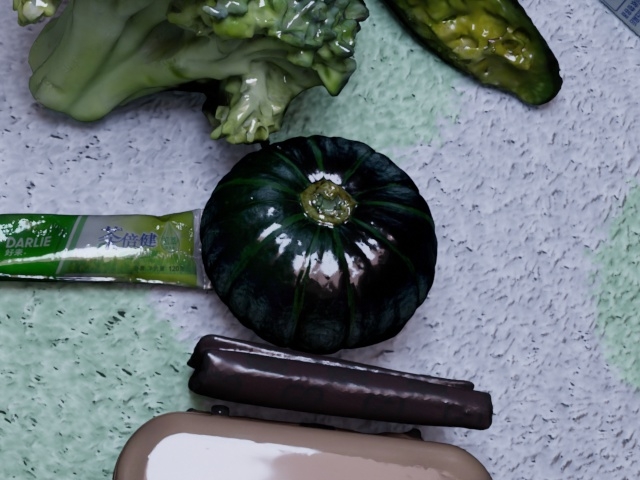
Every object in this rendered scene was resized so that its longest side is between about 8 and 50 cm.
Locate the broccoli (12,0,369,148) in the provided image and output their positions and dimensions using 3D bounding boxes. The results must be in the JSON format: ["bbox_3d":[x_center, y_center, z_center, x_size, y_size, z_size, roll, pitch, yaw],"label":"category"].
[{"bbox_3d":[-0.125,-0.200,1.009,0.293,0.281,0.348,55,31,0],"label":"broccoli"}]

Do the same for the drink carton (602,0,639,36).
[{"bbox_3d":[0.414,-0.213,1.185,0.315,0.106,0.130,44,72,4],"label":"drink carton"}]

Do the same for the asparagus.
[{"bbox_3d":[0.087,-0.277,1.143,0.108,0.128,0.382,-38,81,18],"label":"asparagus"}]

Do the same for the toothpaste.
[{"bbox_3d":[-0.213,0.007,1.035,0.247,0.047,0.078,1,74,-12],"label":"toothpaste"}]

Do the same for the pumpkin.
[{"bbox_3d":[0.000,0.000,1.016,0.201,0.140,0.202,5,59,-8],"label":"pumpkin"}]

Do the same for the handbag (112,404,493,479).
[{"bbox_3d":[-0.020,0.280,0.927,0.301,0.149,0.283,9,73,-9],"label":"handbag"}]

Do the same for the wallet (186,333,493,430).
[{"bbox_3d":[0.010,0.116,0.966,0.229,0.182,0.049,10,81,-9],"label":"wallet"}]
